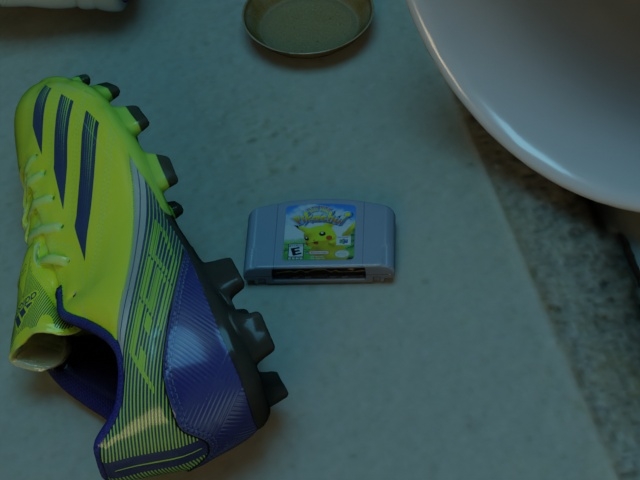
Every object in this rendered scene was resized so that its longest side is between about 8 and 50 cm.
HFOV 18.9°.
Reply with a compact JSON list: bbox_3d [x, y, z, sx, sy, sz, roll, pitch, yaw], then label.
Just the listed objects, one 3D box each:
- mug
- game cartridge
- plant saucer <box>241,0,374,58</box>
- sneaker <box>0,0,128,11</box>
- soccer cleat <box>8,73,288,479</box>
[{"bbox_3d":[0.277,-0.172,1.071,0.374,0.276,0.328,49,53,6],"label":"mug"},{"bbox_3d":[0.000,0.000,1.068,0.083,0.017,0.056,-1,41,4],"label":"game cartridge"},{"bbox_3d":[-0.007,-0.139,1.209,0.083,0.015,0.083,-3,45,3],"label":"plant saucer"},{"bbox_3d":[-0.201,-0.265,1.284,0.152,0.114,0.305,-7,44,-3],"label":"sneaker"},{"bbox_3d":[-0.122,0.010,1.016,0.121,0.093,0.289,-26,47,-11],"label":"soccer cleat"}]
